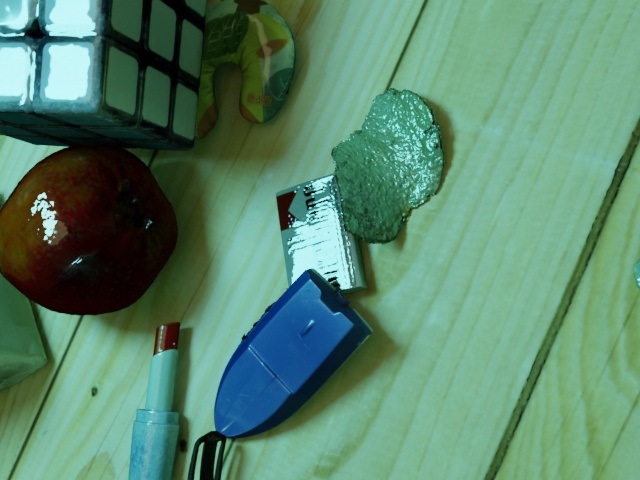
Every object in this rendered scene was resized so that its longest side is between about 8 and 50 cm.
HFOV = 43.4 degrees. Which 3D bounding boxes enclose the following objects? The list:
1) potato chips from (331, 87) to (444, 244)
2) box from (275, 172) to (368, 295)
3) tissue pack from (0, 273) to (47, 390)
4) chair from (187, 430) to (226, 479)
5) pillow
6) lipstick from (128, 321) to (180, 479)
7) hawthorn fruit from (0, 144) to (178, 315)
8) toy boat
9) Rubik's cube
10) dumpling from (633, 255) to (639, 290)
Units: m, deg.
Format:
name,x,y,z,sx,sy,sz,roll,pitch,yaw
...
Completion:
name,x,y,z,sx,sy,sz,roll,pitch,yaw
potato chips,0.088,-0.106,1.142,0.167,0.059,0.228,32,81,19
box,0.000,0.000,1.174,0.115,0.036,0.178,-16,71,23
tissue pack,-0.659,0.071,1.332,0.207,0.297,0.380,-34,67,18
chair,-0.133,0.380,1.112,0.101,0.084,0.213,12,88,29
pillow,-0.145,-0.279,1.294,0.233,0.086,0.214,-8,85,21
lipstick,-0.245,0.259,1.215,0.068,0.061,0.274,-1,78,28
hawthorn fruit,-0.376,-0.004,1.243,0.307,0.265,0.265,-26,67,36
toy boat,-0.061,0.179,1.135,0.129,0.088,0.295,45,111,13
Rubik's cube,-0.362,-0.302,1.161,0.305,0.301,0.304,2,87,17
dumpling,0.466,0.014,0.903,0.219,0.108,0.153,-7,75,22
